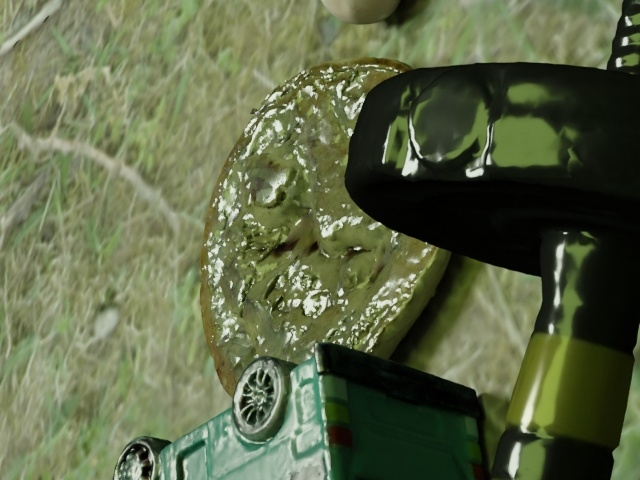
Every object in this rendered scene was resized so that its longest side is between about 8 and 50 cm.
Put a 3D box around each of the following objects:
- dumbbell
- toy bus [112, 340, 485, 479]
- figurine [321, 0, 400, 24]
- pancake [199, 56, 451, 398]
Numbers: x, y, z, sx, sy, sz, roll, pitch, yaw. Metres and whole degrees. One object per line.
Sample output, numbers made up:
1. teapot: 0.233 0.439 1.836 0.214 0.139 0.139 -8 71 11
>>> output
1. dumbbell: 0.059 0.058 0.359 0.143 0.143 0.325 4 77 54
2. toy bus: -0.021 0.108 0.498 0.160 0.079 0.092 -34 49 38
3. figurine: 0.000 -0.191 0.555 0.144 0.182 0.256 -54 33 -4
4. pancake: 0.000 0.000 0.569 0.158 0.028 0.158 -23 59 45
